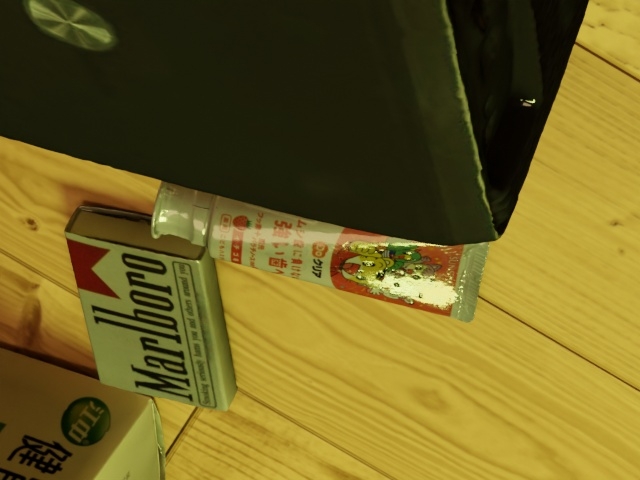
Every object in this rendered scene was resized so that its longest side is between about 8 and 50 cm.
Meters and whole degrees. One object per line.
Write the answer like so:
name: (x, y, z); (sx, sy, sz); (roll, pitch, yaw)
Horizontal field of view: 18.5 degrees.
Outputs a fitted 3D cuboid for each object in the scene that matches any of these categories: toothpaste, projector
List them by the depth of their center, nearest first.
projector: (-0.075, -0.206, 0.979); (0.405, 0.242, 0.395); (15, 157, 18)
toothpaste: (0.000, 0.000, 1.378); (0.234, 0.057, 0.089); (13, 137, 6)

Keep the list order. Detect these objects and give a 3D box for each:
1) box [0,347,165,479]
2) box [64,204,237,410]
box: (-0.272, 0.245, 1.573); (0.173, 0.333, 0.145); (17, 132, 17)
box: (-0.129, 0.055, 1.515); (0.115, 0.036, 0.177); (13, 138, 18)
